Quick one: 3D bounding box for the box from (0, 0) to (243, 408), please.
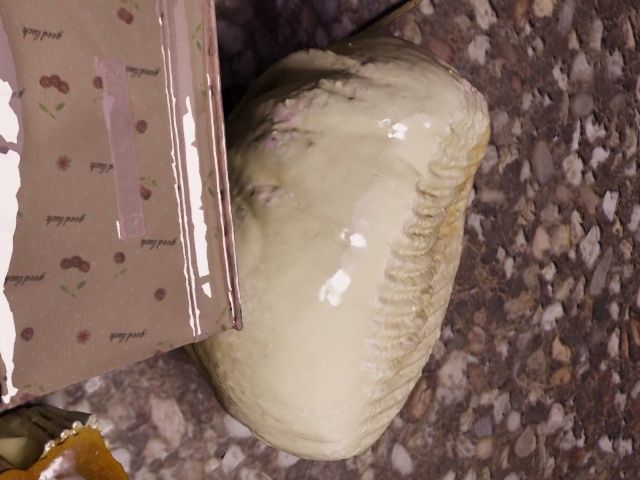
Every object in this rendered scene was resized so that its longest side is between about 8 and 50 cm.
[{"bbox_3d":[-0.203,-0.072,0.764,0.190,0.225,0.297,-15,109,-39],"label":"box"}]

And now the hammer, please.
[{"bbox_3d":[0.004,-0.171,1.061,0.292,0.029,0.058,-37,123,-31],"label":"hammer"}]

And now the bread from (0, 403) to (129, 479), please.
[{"bbox_3d":[-0.243,0.250,0.878,0.209,0.109,0.192,-29,116,-33],"label":"bread"}]

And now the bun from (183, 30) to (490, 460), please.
[{"bbox_3d":[0.000,0.000,0.949,0.365,0.219,0.365,-54,156,-38],"label":"bun"}]
